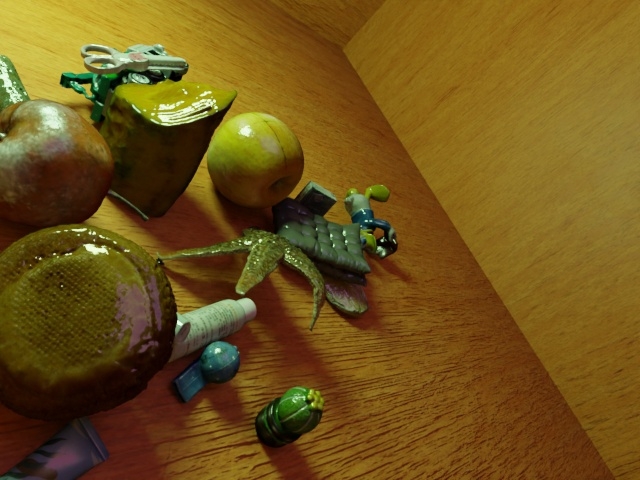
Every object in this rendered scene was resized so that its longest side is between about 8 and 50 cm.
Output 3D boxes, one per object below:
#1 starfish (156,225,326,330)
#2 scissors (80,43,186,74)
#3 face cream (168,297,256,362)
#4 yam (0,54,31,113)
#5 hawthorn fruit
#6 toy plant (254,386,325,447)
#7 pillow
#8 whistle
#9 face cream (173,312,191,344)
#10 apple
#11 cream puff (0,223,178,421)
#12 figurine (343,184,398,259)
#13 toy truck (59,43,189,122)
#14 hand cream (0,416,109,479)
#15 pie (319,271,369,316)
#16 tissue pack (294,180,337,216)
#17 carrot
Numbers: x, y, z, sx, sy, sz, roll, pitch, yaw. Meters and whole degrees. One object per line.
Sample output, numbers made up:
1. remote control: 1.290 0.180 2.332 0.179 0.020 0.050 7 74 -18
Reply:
1. starfish: -0.153 0.054 1.150 0.398 0.132 0.383 35 28 29
2. scissors: -0.452 -0.439 1.182 0.241 0.031 0.118 -7 48 -30
3. face cream: -0.235 0.179 1.022 0.082 0.082 0.269 56 28 12
4. yam: -0.662 -0.307 1.018 0.078 0.078 0.179 -10 66 -58
5. hawthorn fruit: -0.507 -0.135 0.894 0.263 0.231 0.235 90 -23 -75
6. toy plant: -0.058 0.353 0.973 0.092 0.162 0.093 33 32 -24
7. pillow: 0.000 0.000 1.475 0.326 0.101 0.228 20 34 -25
8. whistle: -0.211 0.252 0.954 0.090 0.090 0.158 49 28 0
9. face cream: -0.326 0.138 0.884 0.182 0.051 0.072 18 55 15
10. apple: -0.180 -0.226 1.379 0.233 0.286 0.286 46 27 15
11. cream puff: -0.375 0.123 0.751 0.302 0.212 0.304 5 69 -14
12. figurine: 0.158 -0.030 1.789 0.284 0.204 0.338 52 40 -10
13. toy truck: -0.500 -0.419 1.288 0.177 0.177 0.363 33 32 -4
14. hand cream: -0.400 0.331 0.650 0.088 0.055 0.256 55 22 2
15. pie: 0.064 0.141 1.514 0.185 0.052 0.218 13 46 -48
16. tissue pack: -0.036 -0.106 1.563 0.112 0.156 0.051 25 29 -36
17. carrot: -0.377 -0.252 1.124 0.241 0.341 0.242 29 23 -14
